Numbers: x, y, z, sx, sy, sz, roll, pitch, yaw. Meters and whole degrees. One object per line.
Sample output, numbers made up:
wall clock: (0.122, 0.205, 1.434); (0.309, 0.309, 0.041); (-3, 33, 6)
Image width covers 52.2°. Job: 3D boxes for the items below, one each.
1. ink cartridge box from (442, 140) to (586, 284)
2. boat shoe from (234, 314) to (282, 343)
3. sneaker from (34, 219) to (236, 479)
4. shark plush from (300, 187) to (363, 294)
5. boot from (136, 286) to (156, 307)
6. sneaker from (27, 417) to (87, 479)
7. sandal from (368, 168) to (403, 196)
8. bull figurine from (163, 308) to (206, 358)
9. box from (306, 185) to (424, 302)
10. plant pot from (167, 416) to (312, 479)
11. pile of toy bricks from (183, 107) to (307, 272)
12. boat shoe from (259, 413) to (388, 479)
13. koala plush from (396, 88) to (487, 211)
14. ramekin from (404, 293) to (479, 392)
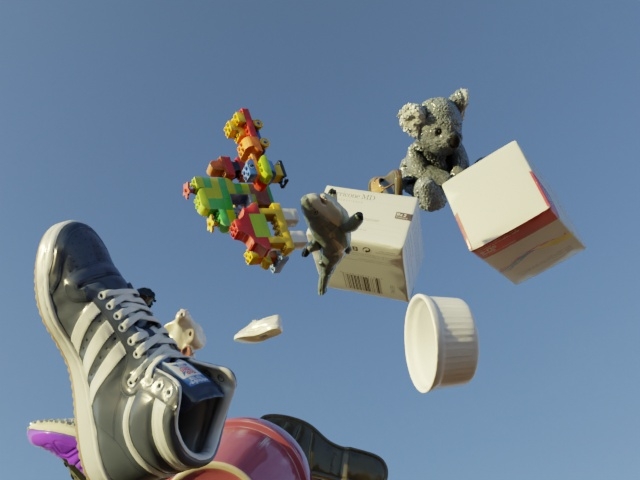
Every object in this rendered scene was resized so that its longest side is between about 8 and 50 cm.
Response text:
ink cartridge box: (0.292, -0.034, 0.978); (0.127, 0.128, 0.176); (-33, -37, 23)
boat shoe: (-0.198, 0.279, 2.071); (0.184, 0.063, 0.066); (-25, -42, 34)
sneaker: (-0.180, 0.100, 0.645); (0.153, 0.282, 0.099); (-19, -7, 29)
shark plush: (0.000, 0.000, 0.857); (0.067, 0.073, 0.161); (-19, -36, -26)
boot: (-0.495, 0.167, 1.701); (0.121, 0.045, 0.099); (13, -57, -51)
sneaker: (-0.375, 0.386, 1.098); (0.293, 0.146, 0.102); (7, -12, 14)
sandal: (0.138, -0.116, 1.489); (0.060, 0.219, 0.090); (-7, -82, -13)
bull figurine: (-0.332, 0.224, 1.277); (0.188, 0.101, 0.310); (23, -42, -3)
box: (0.089, 0.008, 1.217); (0.181, 0.119, 0.182); (9, -35, 19)
plant pot: (-0.117, 0.331, 0.821); (0.201, 0.201, 0.180); (-4, -11, 5)
pile of toy bricks: (-0.107, -0.052, 0.764); (0.105, 0.212, 0.118); (-1, -35, -31)
boat shoe: (-0.013, 0.477, 1.404); (0.307, 0.111, 0.104); (27, -40, -3)
koala plush: (0.254, -0.212, 1.421); (0.196, 0.203, 0.221); (-20, -57, -14)
ramekin: (0.343, 0.289, 1.856); (0.135, 0.277, 0.277); (-1, -48, -11)
